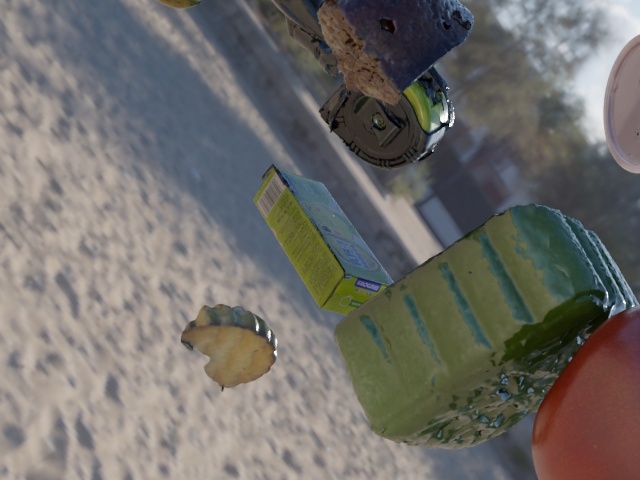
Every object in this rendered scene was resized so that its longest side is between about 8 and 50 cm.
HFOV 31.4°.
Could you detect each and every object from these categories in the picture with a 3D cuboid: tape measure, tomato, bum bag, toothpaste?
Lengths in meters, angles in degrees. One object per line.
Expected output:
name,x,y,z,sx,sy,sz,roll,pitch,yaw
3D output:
tape measure,0.113,-0.208,1.812,0.186,0.199,0.112,43,41,6
tomato,0.242,0.135,0.861,0.136,0.195,0.195,39,2,14
bum bag,-0.039,-0.329,1.455,0.326,0.080,0.142,45,50,-32
toothpaste,0.000,0.000,1.868,0.110,0.077,0.327,18,25,-36

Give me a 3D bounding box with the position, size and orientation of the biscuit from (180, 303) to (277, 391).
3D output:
biscuit,-0.120,0.142,1.600,0.183,0.118,0.061,70,8,-52

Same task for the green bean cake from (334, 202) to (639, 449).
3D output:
green bean cake,0.151,0.088,1.002,0.222,0.248,0.125,26,36,-58

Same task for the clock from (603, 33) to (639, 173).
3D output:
clock,0.475,-0.190,1.590,0.197,0.068,0.196,-178,-90,-72

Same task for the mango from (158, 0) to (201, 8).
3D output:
mango,-0.200,-0.376,1.431,0.089,0.115,0.165,-124,-147,-67

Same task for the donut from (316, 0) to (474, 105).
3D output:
donut,0.080,-0.228,1.141,0.126,0.186,0.144,53,-22,-21
